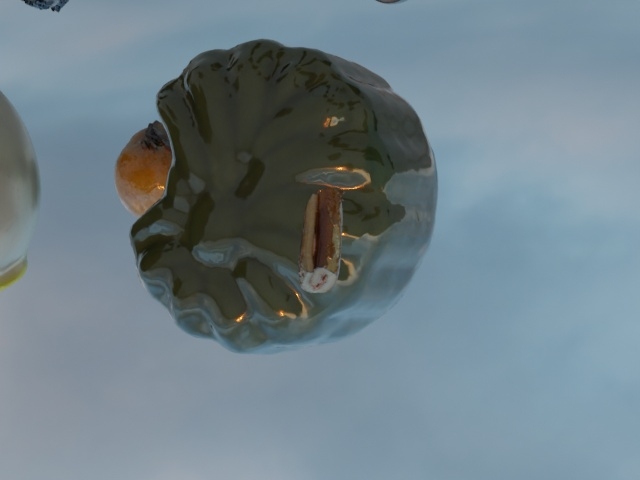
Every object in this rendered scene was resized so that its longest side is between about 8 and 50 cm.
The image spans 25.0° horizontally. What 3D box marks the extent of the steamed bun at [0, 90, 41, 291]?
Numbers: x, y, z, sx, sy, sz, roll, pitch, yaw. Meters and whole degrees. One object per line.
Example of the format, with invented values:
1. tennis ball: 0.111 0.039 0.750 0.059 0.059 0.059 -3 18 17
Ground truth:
1. steamed bun: -0.494 -0.073 1.617 0.374 0.334 0.334 13 -177 -44

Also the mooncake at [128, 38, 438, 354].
1. mooncake: -0.045 -0.042 1.593 0.351 0.351 0.187 6 179 27

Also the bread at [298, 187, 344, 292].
1. bread: 0.000 0.000 1.239 0.036 0.047 0.083 11 -119 -9

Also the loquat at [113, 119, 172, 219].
1. loquat: -0.204 -0.084 1.906 0.141 0.141 0.141 -4 -161 1

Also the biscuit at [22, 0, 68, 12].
1. biscuit: -0.356 -0.368 1.738 0.053 0.195 0.194 -25 -154 -23

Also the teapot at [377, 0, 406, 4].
1. teapot: 0.081 -0.279 1.502 0.121 0.076 0.068 17 -151 10
